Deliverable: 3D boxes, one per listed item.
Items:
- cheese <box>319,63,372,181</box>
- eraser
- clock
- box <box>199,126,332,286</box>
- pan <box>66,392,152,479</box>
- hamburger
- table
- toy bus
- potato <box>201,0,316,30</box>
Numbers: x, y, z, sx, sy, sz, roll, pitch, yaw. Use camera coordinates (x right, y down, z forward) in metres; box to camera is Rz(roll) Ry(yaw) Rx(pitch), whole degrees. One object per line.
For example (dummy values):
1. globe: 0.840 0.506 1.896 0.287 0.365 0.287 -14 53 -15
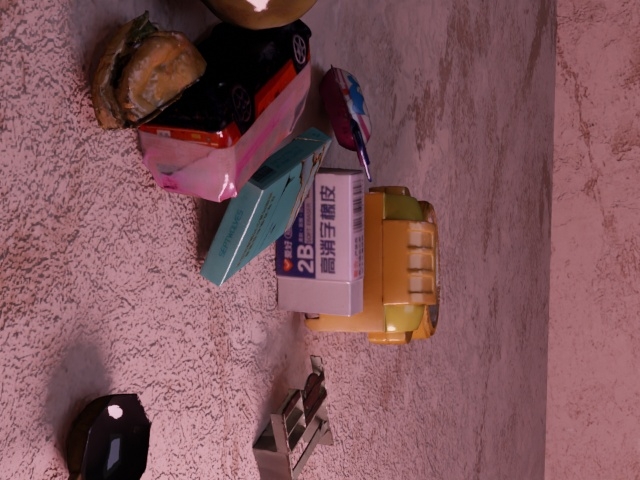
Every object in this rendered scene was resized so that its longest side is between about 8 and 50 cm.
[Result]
1. cheese: 0.046 -0.180 1.901 0.244 0.062 0.155 -107 178 -54
2. eraser: 0.000 0.000 1.836 0.068 0.124 0.210 -19 111 -65
3. clock: 0.105 0.043 2.011 0.317 0.200 0.244 15 77 -74
4. box: -0.072 -0.049 1.685 0.229 0.041 0.162 -43 162 -58
5. pan: -0.259 0.231 1.383 0.202 0.048 0.128 15 78 -67
6. hamburger: -0.207 -0.201 1.409 0.176 0.087 0.102 -48 125 -45
7. table: -0.041 0.278 1.858 0.146 0.062 0.175 -53 141 -51
8. toy bus: -0.110 -0.174 1.570 0.302 0.127 0.147 -54 146 -52
9. potato: -0.077 -0.416 1.490 0.243 0.221 0.326 -5 102 -68
